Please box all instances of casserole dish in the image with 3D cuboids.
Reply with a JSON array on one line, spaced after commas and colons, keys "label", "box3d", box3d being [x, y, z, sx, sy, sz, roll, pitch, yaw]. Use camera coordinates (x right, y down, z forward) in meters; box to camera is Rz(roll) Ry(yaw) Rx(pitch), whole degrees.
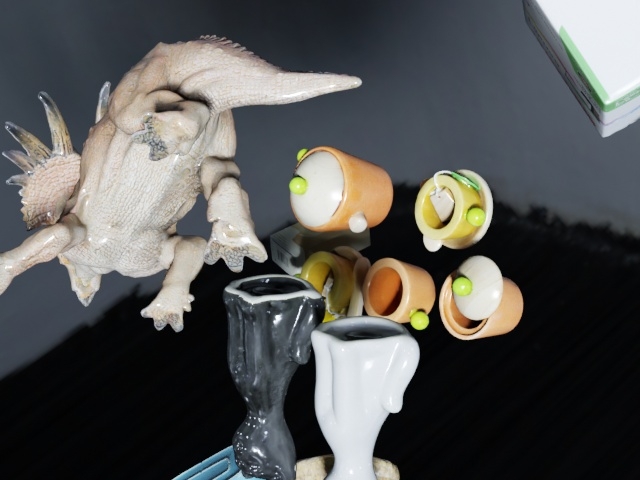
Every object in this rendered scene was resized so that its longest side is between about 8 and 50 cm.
[{"label": "casserole dish", "box3d": [-0.155, 0.341, 1.925, 0.037, 0.188, 0.114, 55, -171, -22]}]

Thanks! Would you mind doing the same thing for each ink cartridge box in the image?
[{"label": "ink cartridge box", "box3d": [0.344, -0.254, 1.715, 0.201, 0.117, 0.278, 59, -173, 9]}]

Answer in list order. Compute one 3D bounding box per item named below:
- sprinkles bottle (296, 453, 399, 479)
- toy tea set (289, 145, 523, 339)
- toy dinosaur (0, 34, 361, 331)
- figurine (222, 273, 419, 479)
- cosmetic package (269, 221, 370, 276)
[{"label": "sprinkles bottle", "box3d": [0.020, 0.391, 1.345, 0.121, 0.121, 0.355, 139, 135, -61]}, {"label": "toy tea set", "box3d": [0.070, 0.005, 1.492, 0.336, 0.124, 0.200, 8, 91, 48]}, {"label": "toy dinosaur", "box3d": [-0.112, -0.055, 0.880, 0.127, 0.200, 0.295, 35, 118, -26]}, {"label": "figurine", "box3d": [-0.006, 0.160, 1.285, 0.215, 0.092, 0.209, 22, 115, 47]}, {"label": "cosmetic package", "box3d": [0.000, 0.000, 1.748, 0.060, 0.115, 0.041, 37, 143, 42]}]
